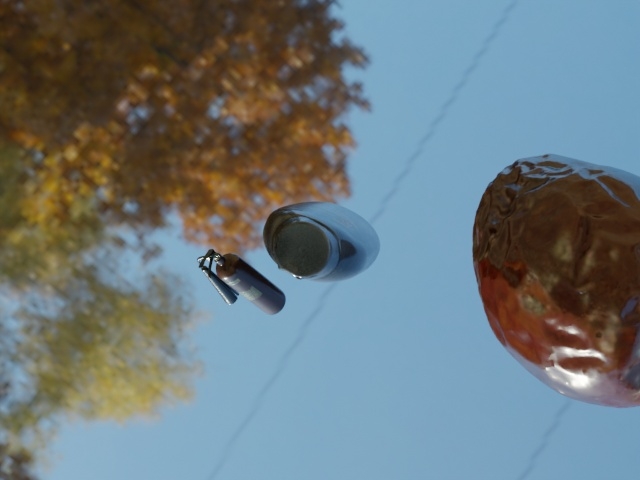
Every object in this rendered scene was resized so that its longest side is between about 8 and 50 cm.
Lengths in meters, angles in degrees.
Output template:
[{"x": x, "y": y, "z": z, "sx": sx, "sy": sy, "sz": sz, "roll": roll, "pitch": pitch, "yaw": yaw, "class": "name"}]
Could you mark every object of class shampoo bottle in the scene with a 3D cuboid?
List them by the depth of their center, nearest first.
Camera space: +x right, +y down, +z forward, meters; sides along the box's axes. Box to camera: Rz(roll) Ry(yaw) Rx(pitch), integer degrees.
[{"x": 0.000, "y": 0.000, "z": 1.296, "sx": 0.234, "sy": 0.087, "sz": 0.049, "roll": -23, "pitch": 137, "yaw": -82, "class": "shampoo bottle"}]

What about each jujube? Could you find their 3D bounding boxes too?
[{"x": 0.208, "y": 0.022, "z": 1.255, "sx": 0.190, "sy": 0.190, "sz": 0.255, "roll": -46, "pitch": -154, "yaw": 3, "class": "jujube"}]

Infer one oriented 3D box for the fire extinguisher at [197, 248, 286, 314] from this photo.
[{"x": -0.074, "y": 0.031, "z": 1.327, "sx": 0.046, "sy": 0.100, "sz": 0.032, "roll": 13, "pitch": -109, "yaw": 45, "class": "fire extinguisher"}]
